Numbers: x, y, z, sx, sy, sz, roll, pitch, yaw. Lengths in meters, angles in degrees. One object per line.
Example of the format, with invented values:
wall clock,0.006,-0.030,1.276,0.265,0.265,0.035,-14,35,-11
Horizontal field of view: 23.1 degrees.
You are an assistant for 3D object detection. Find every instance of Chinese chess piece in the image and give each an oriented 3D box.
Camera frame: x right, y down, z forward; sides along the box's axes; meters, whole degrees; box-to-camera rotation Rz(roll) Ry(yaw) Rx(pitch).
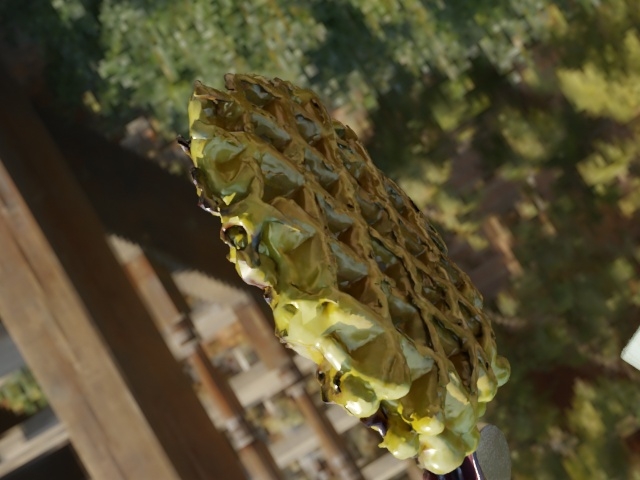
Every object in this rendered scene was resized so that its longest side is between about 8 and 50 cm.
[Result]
Chinese chess piece,0.209,0.304,2.095,0.051,0.122,0.122,-6,-173,33

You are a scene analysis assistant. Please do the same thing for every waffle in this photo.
waffle,0.024,0.014,1.325,0.095,0.382,0.379,-37,178,18

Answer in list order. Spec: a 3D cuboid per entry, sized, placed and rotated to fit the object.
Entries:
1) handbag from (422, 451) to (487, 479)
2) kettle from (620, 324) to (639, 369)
handbag,0.132,0.209,1.791,0.074,0.216,0.203,-21,-157,0
kettle,0.452,0.086,1.306,0.265,0.318,0.205,-58,167,23
